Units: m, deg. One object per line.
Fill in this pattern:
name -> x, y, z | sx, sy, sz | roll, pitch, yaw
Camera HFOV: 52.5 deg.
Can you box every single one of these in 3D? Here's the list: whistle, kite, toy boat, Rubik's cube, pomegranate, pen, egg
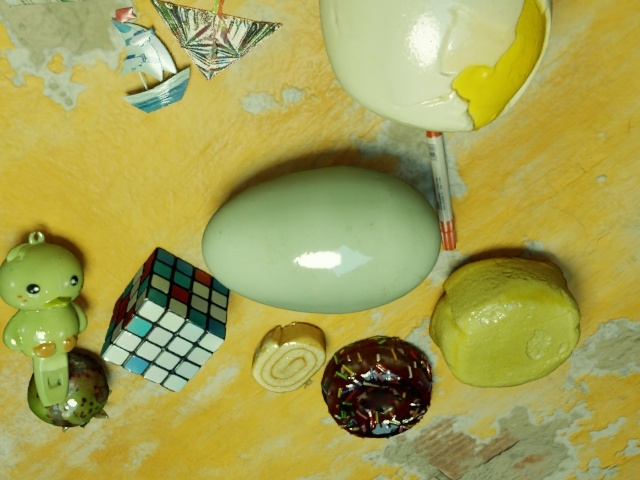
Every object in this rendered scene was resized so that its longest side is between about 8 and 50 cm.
whistle -> -0.446, 0.131, 1.069 | 0.141, 0.141, 0.294 | -10, 94, 2
kite -> -0.151, -0.305, 0.933 | 0.190, 0.010, 0.159 | 7, 121, -10
toy boat -> -0.244, -0.261, 0.948 | 0.105, 0.034, 0.149 | 0, 109, -1
Rubik's cube -> -0.262, 0.137, 1.118 | 0.154, 0.151, 0.155 | 31, 114, -23
pomegranate -> -0.460, 0.291, 1.207 | 0.148, 0.148, 0.169 | -14, 128, 4
pen -> 0.204, -0.084, 1.088 | 0.028, 0.028, 0.239 | -13, 122, 3
egg -> 0.000, 0.000, 1.007 | 0.371, 0.230, 0.230 | -2, 122, 4
egg -> 0.137, -0.306, 0.799 | 0.283, 0.283, 0.345 | -7, 117, 0

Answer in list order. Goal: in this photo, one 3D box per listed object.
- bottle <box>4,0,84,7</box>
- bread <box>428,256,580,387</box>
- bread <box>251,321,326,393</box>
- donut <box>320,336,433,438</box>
bottle -> -0.312, -0.348, 0.864 | 0.217, 0.060, 0.060 | -3, 122, -1
bread -> 0.333, 0.150, 1.176 | 0.270, 0.148, 0.270 | -3, 126, -5
bread -> -0.063, 0.224, 1.231 | 0.122, 0.073, 0.149 | 33, 114, -20
donut -> 0.117, 0.302, 1.287 | 0.235, 0.089, 0.235 | -2, 120, -3
